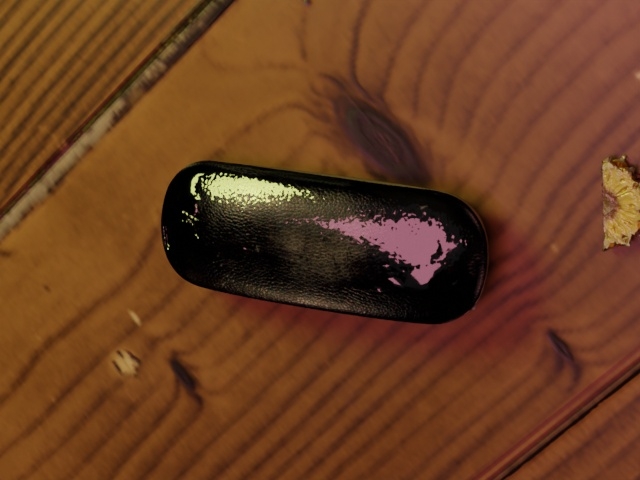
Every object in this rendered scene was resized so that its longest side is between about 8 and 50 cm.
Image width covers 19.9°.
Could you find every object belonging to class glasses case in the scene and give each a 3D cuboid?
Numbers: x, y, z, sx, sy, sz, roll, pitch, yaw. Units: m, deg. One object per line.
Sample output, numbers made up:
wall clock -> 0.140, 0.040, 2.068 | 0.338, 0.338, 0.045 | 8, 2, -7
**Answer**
glasses case -> 0.000, 0.000, 1.636 | 0.314, 0.075, 0.122 | 8, 101, 21

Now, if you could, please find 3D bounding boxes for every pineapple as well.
pineapple -> 0.262, -0.031, 1.554 | 0.045, 0.019, 0.083 | 2, 102, 28
